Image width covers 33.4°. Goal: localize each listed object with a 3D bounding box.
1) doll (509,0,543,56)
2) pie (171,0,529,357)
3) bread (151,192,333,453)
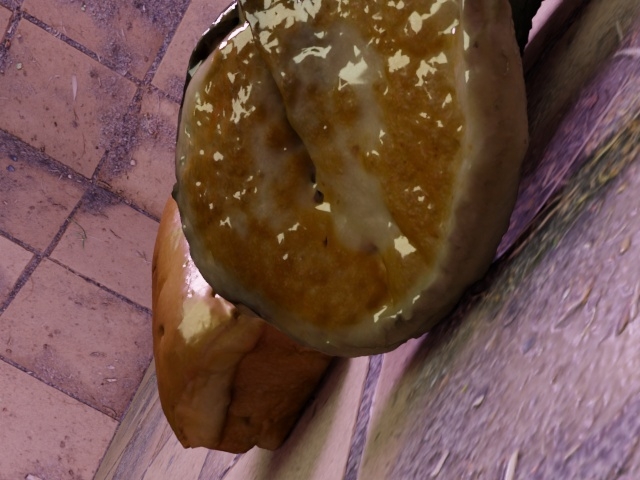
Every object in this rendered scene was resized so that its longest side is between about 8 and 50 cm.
[{"bbox_3d":[0.068,-0.201,0.889,0.349,0.247,0.247,-52,10,24],"label":"doll"},{"bbox_3d":[0.010,-0.082,0.757,0.077,0.339,0.339,-3,-45,-48],"label":"pie"},{"bbox_3d":[-0.094,0.048,1.063,0.195,0.149,0.344,-62,23,26],"label":"bread"}]
